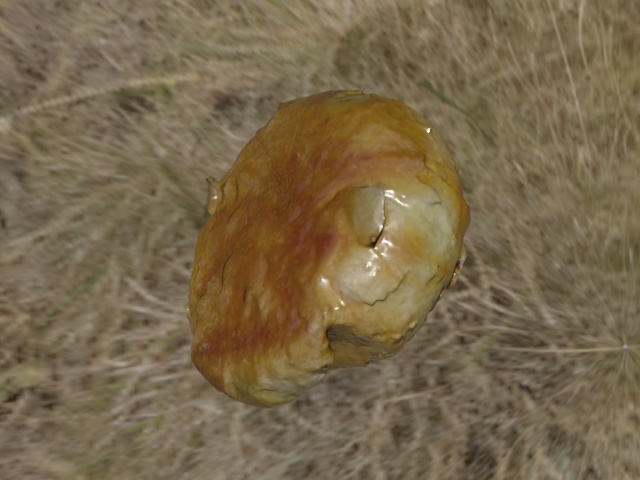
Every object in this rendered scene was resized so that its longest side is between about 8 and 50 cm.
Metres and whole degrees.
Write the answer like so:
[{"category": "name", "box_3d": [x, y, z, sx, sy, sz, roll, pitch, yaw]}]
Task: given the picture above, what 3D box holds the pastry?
[{"category": "pastry", "box_3d": [0.000, 0.000, 1.176, 0.218, 0.100, 0.229, -36, 42, 36]}]
